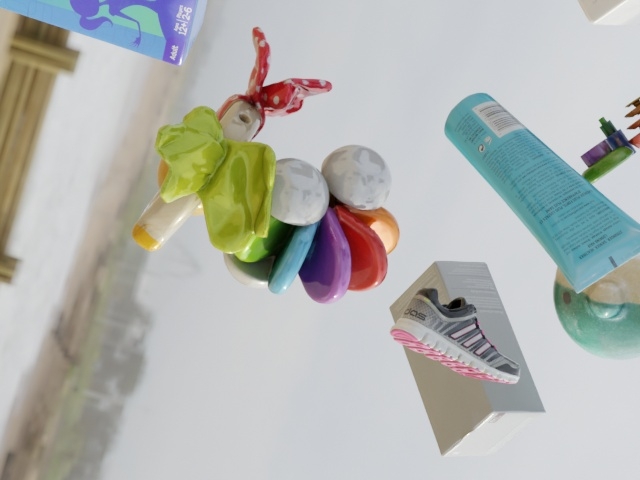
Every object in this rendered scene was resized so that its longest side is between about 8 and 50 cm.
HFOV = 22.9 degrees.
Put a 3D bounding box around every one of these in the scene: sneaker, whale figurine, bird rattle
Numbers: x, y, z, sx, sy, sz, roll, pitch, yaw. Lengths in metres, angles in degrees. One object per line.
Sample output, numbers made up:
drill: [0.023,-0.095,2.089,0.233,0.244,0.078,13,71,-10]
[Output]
sneaker: [0.157,0.102,1.720,0.063,0.170,0.075,-4,-117,62]
whale figurine: [0.406,0.091,1.924,0.272,0.216,0.141,21,-73,48]
bird rattle: [-0.111,-0.093,1.578,0.207,0.143,0.253,-42,-159,35]

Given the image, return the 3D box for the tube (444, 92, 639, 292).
tube: [0.180,-0.044,1.296,0.207,0.080,0.052,50,-8,37]

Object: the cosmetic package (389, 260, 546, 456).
cosmetic package: [0.192,0.157,2.099,0.127,0.107,0.238,-46,-126,43]

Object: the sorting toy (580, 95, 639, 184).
sorting toy: [0.251,-0.089,1.330,0.102,0.042,0.061,-35,177,-2]

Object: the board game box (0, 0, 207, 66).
board game box: [-0.150,-0.191,0.796,0.047,0.210,0.160,-72,180,-46]

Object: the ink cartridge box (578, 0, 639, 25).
ink cartridge box: [0.325,-0.439,1.743,0.207,0.119,0.353,-35,-107,39]

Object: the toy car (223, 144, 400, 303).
toy car: [0.000,0.000,1.579,0.136,0.182,0.159,58,-39,24]
